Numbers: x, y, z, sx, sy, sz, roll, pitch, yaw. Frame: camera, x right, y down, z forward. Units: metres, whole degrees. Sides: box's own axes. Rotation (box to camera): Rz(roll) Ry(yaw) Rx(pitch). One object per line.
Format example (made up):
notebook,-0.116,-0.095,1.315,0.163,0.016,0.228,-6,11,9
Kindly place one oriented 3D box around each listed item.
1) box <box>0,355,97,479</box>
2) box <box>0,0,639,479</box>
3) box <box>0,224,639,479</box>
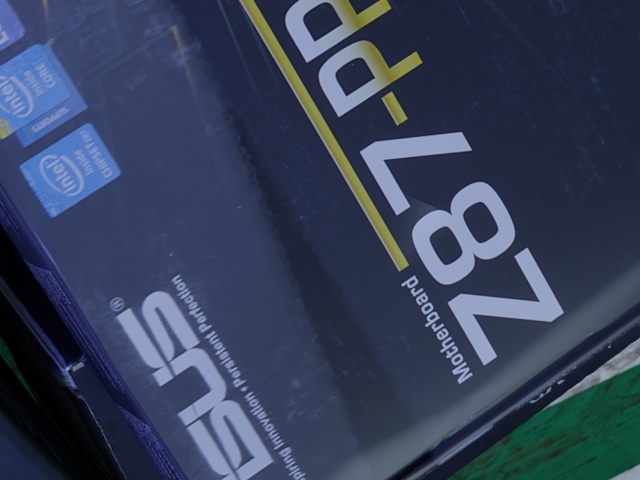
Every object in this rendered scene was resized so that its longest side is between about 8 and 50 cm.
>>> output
box,-0.291,0.109,0.833,0.293,0.212,0.395,-40,148,-6
box,-0.007,-0.115,0.768,0.318,0.097,0.395,-32,102,-11
box,0.000,0.000,1.044,0.343,0.179,0.312,-34,145,-13
